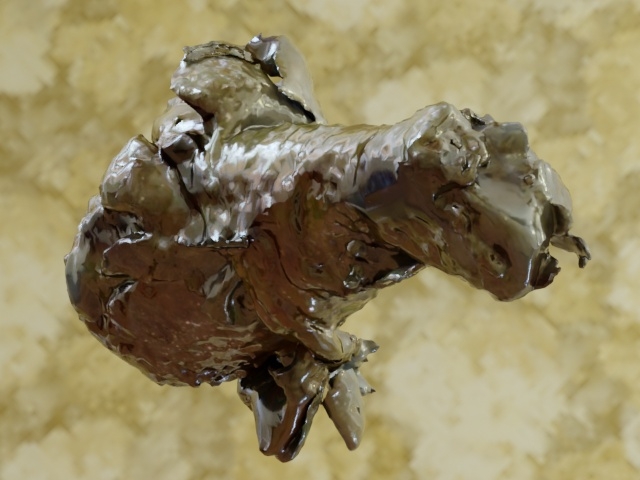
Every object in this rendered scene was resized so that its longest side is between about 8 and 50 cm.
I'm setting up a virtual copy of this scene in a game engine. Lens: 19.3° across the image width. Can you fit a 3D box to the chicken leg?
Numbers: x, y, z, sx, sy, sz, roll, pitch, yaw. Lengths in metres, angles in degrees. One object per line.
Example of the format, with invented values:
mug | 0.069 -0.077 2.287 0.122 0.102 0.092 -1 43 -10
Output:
chicken leg | -0.005 -0.006 0.554 0.125 0.080 0.196 52 -36 6
